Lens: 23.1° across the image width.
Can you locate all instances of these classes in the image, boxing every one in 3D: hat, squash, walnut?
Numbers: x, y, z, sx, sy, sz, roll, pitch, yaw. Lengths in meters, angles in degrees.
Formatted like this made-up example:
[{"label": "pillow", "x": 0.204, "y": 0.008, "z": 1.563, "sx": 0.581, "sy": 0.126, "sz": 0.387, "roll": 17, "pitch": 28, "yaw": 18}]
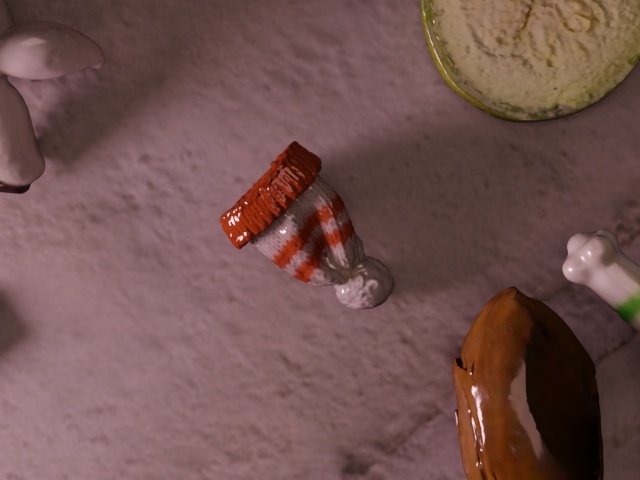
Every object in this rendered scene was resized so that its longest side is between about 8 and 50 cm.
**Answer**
[{"label": "hat", "x": 0.000, "y": 0.000, "z": 1.392, "sx": 0.162, "sy": 0.093, "sz": 0.112, "roll": 46, "pitch": 114, "yaw": -5}, {"label": "squash", "x": 0.198, "y": -0.216, "z": 1.426, "sx": 0.219, "sy": 0.041, "sz": 0.219, "roll": 0, "pitch": 88, "yaw": 0}, {"label": "walnut", "x": 0.183, "y": 0.162, "z": 1.361, "sx": 0.137, "sy": 0.137, "sz": 0.245, "roll": -14, "pitch": 88, "yaw": -1}]

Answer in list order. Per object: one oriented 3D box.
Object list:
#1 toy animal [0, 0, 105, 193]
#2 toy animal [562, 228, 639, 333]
[{"label": "toy animal", "x": -0.367, "y": -0.171, "z": 1.358, "sx": 0.325, "sy": 0.154, "sz": 0.208, "roll": 31, "pitch": 114, "yaw": -7}, {"label": "toy animal", "x": 0.373, "y": 0.127, "z": 1.360, "sx": 0.181, "sy": 0.180, "sz": 0.363, "roll": -31, "pitch": 66, "yaw": -9}]
